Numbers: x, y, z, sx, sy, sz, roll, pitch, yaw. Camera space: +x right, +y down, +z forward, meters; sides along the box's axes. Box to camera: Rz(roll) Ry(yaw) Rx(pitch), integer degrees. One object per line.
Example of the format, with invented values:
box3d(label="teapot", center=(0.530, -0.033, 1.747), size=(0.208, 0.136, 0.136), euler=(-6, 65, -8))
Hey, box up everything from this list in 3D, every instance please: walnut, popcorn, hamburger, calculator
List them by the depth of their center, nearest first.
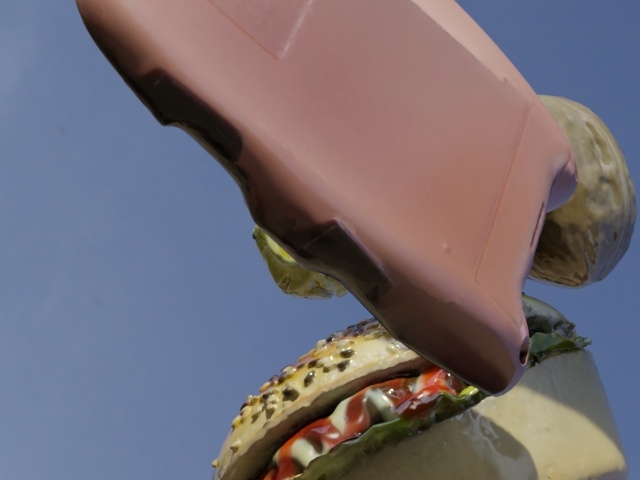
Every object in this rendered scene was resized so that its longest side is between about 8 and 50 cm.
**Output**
box3d(label="calculator", center=(0.012, -0.081, 0.845), size=(0.329, 0.220, 0.048), euler=(41, -45, -19))
box3d(label="hamburger", center=(0.068, 0.149, 1.133), size=(0.176, 0.300, 0.300), euler=(61, -33, 22))
box3d(label="walnut", center=(0.187, -0.040, 1.346), size=(0.140, 0.140, 0.162), euler=(-8, -87, 48))
box3d(label="popcorn", center=(0.000, 0.000, 1.710), size=(0.141, 0.162, 0.136), euler=(16, -70, 5))
